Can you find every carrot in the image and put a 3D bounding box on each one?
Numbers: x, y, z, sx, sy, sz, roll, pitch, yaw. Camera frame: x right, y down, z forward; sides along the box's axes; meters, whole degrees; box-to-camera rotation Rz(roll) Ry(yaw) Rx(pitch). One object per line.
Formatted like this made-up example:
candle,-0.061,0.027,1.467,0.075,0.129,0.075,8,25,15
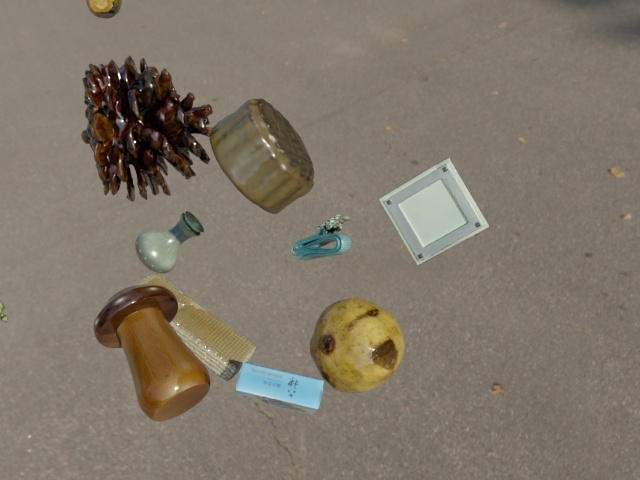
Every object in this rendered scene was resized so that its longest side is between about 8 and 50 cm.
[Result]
carrot,-0.551,-0.612,1.307,0.082,0.082,0.173,-22,29,-7

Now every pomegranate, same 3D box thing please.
pomegranate,0.107,0.311,1.500,0.280,0.281,0.281,-8,42,8

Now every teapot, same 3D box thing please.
teapot,-0.580,0.001,1.976,0.250,0.183,0.184,-38,43,6

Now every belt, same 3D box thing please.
belt,-0.003,0.000,1.349,0.179,0.065,0.100,-14,77,35

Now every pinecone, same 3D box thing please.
pinecone,-0.473,-0.302,1.405,0.397,0.398,0.398,-8,42,8

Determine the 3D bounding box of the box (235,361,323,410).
box,-0.116,0.417,1.432,0.232,0.143,0.083,12,65,-2

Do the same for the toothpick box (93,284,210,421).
toothpick box,-0.369,0.235,1.131,0.192,0.192,0.294,-31,64,-17

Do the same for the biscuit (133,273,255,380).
biscuit,-0.407,0.260,1.597,0.425,0.079,0.144,34,35,7

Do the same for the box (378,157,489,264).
box,0.322,-0.083,1.471,0.225,0.225,0.117,-31,3,13

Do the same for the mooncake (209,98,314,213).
mooncake,-0.137,-0.219,1.324,0.161,0.290,0.291,-34,39,16

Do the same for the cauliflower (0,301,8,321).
cauliflower,-0.752,0.172,0.976,0.326,0.281,0.260,-2,32,11
